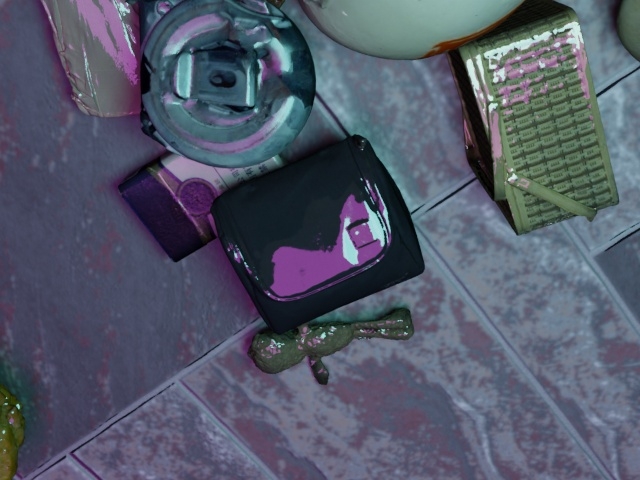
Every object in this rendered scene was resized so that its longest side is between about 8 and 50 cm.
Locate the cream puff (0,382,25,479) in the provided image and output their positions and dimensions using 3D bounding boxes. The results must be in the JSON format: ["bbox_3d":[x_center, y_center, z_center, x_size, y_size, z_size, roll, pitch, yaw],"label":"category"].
[{"bbox_3d":[-0.720,0.353,1.424,0.343,0.231,0.327,3,119,-8],"label":"cream puff"}]

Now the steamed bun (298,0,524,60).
[{"bbox_3d":[0.152,-0.378,1.009,0.374,0.374,0.241,-34,111,15],"label":"steamed bun"}]

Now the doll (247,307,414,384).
[{"bbox_3d":[0.012,0.173,1.413,0.286,0.091,0.203,-27,145,24],"label":"doll"}]

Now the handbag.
[{"bbox_3d":[0.001,0.003,1.244,0.302,0.177,0.275,-22,140,5],"label":"handbag"}]

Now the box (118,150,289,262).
[{"bbox_3d":[-0.186,-0.093,1.302,0.259,0.071,0.168,-31,111,11],"label":"box"}]

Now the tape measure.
[{"bbox_3d":[-0.145,-0.234,1.142,0.275,0.147,0.256,2,100,4],"label":"tape measure"}]

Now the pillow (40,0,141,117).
[{"bbox_3d":[-0.330,-0.321,1.204,0.173,0.067,0.270,-12,113,0],"label":"pillow"}]

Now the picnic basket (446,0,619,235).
[{"bbox_3d":[0.303,-0.182,1.171,0.175,0.228,0.312,-19,112,7],"label":"picnic basket"}]

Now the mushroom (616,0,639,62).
[{"bbox_3d":[0.535,-0.352,1.126,0.227,0.178,0.226,-24,149,-15],"label":"mushroom"}]

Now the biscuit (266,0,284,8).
[{"bbox_3d":[-0.109,-0.362,1.202,0.138,0.031,0.205,22,112,-7],"label":"biscuit"}]
